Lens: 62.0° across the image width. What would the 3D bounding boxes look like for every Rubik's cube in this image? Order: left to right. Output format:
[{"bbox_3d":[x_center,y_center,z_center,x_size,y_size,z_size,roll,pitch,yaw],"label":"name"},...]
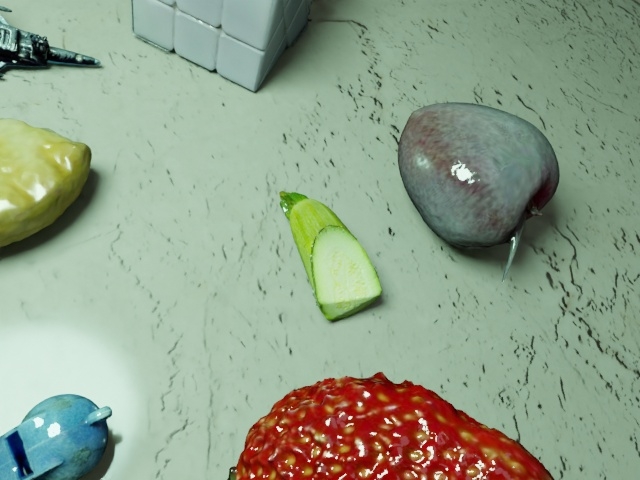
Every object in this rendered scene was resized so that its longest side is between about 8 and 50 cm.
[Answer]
[{"bbox_3d":[-0.132,-0.410,0.812,0.224,0.221,0.231,27,57,0],"label":"Rubik's cube"}]

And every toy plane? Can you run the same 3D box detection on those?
[{"bbox_3d":[-0.435,-0.271,0.730,0.246,0.078,0.170,5,87,-17],"label":"toy plane"}]

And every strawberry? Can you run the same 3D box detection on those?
[{"bbox_3d":[0.055,0.247,0.482,0.260,0.258,0.261,6,68,-16],"label":"strawberry"}]

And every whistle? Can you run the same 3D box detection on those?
[{"bbox_3d":[-0.265,0.201,0.518,0.157,0.090,0.090,-32,69,12],"label":"whistle"}]

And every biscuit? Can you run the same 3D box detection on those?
[{"bbox_3d":[-0.429,-0.085,0.618,0.274,0.091,0.213,28,55,-1],"label":"biscuit"}]

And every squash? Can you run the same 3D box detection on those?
[{"bbox_3d":[0.000,0.000,0.703,0.090,0.075,0.200,-30,69,-1],"label":"squash"}]

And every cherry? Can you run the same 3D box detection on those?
[{"bbox_3d":[0.223,-0.091,0.755,0.213,0.184,0.266,-29,75,-37],"label":"cherry"}]
